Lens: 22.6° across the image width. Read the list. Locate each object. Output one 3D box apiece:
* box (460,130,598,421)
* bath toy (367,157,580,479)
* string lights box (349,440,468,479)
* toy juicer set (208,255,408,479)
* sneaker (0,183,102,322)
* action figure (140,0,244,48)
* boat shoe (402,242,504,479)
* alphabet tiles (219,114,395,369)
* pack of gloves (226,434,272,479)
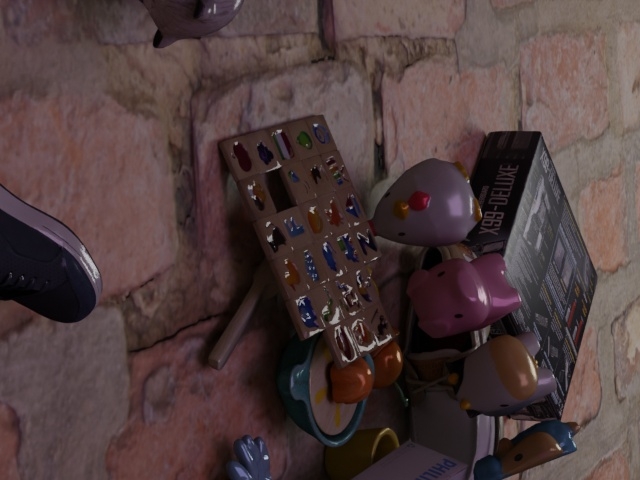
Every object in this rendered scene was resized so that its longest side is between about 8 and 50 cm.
[{"bbox_3d":[0.261,0.049,2.044,0.307,0.076,0.242,59,41,-44],"label":"box"},{"bbox_3d":[0.149,0.079,1.676,0.151,0.129,0.348,102,-33,-72],"label":"bath toy"},{"bbox_3d":[0.069,0.349,1.616,0.133,0.076,0.260,-22,126,-56],"label":"string lights box"},{"bbox_3d":[0.018,0.101,1.579,0.329,0.089,0.209,50,48,-50],"label":"toy juicer set"},{"bbox_3d":[-0.243,0.037,1.081,0.226,0.086,0.163,45,41,-41],"label":"sneaker"},{"bbox_3d":[-0.112,-0.317,1.245,0.341,0.178,0.330,20,67,-60],"label":"action figure"},{"bbox_3d":[0.136,0.148,1.792,0.103,0.113,0.302,30,54,-57],"label":"boat shoe"},{"bbox_3d":[0.000,0.000,1.544,0.198,0.009,0.237,-22,90,-60],"label":"alphabet tiles"},{"bbox_3d":[-0.060,0.305,1.454,0.195,0.046,0.232,-55,141,-53],"label":"pack of gloves"}]
